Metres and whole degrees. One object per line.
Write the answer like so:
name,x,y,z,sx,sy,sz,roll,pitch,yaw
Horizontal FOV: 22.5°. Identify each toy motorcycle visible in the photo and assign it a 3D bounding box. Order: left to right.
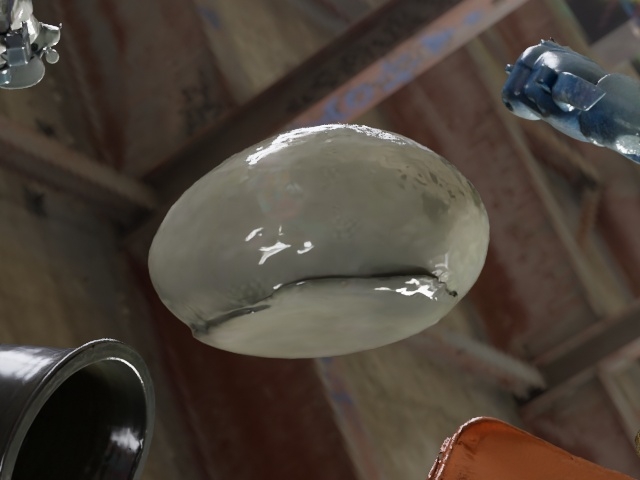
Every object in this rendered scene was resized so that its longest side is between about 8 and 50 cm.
toy motorcycle,-0.327,-0.214,1.645,0.221,0.102,0.150,-93,-3,-66

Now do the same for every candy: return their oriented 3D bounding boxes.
candy,0.000,0.000,1.390,0.295,0.295,0.185,23,-122,-57

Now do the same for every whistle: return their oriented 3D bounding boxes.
whistle,0.290,-0.141,1.703,0.180,0.093,0.269,31,-176,-43

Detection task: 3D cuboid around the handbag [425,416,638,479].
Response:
handbag,0.232,0.356,1.686,0.303,0.116,0.410,20,-154,10

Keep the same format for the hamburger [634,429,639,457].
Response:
hamburger,0.401,0.190,1.655,0.087,0.102,0.176,55,159,26

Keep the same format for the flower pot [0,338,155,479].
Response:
flower pot,-0.284,0.187,1.551,0.148,0.235,0.235,19,-178,28
